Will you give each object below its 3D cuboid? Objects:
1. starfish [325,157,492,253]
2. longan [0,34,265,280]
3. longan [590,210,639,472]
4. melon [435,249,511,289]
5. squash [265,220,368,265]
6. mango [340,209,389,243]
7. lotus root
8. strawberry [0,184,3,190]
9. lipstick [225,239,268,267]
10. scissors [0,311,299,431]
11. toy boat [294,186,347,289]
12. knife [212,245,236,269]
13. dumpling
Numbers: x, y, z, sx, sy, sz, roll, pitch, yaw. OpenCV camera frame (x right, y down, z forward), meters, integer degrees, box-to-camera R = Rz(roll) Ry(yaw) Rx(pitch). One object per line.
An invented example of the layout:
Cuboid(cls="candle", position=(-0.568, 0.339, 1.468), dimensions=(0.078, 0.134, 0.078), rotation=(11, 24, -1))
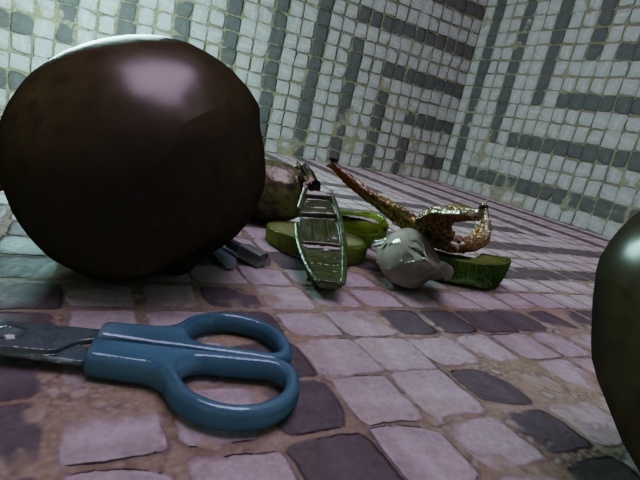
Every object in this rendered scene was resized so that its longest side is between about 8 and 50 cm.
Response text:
Cuboid(cls="starfish", position=(0.217, -0.059, 0.969), dimensions=(0.384, 0.132, 0.398), rotation=(30, 15, 39))
Cuboid(cls="longan", position=(-0.240, -0.106, 0.664), dimensions=(0.361, 0.360, 0.361), rotation=(12, 14, -3))
Cuboid(cls="longan", position=(0.394, 0.106, 0.312), dimensions=(0.404, 0.336, 0.404), rotation=(46, -1, 1))
Cuboid(cls="melon", position=(0.301, 0.057, 0.993), dimensions=(0.210, 0.064, 0.118), rotation=(9, 15, -3))
Cuboid(cls="squash", position=(-0.008, -0.004, 0.998), dimensions=(0.219, 0.041, 0.219), rotation=(12, 14, -3))
Cuboid(cls="mango", position=(0.078, -0.034, 1.129), dimensions=(0.165, 0.074, 0.091), rotation=(9, 13, 16))
Cuboid(cls="lotus root", position=(-0.159, -0.132, 1.144), dimensions=(0.310, 0.173, 0.173), rotation=(17, 15, 15))
Cuboid(cls="strawberry", position=(-0.637, -0.147, 0.725), dimensions=(0.261, 0.257, 0.261), rotation=(-10, 31, 6))
Cuboid(cls="lipstick", position=(-0.142, 0.013, 0.825), dimensions=(0.107, 0.025, 0.025), rotation=(25, 18, 21))
Cuboid(cls="scissors", position=(-0.241, 0.095, 0.440), dimensions=(0.448, 0.029, 0.192), rotation=(10, 14, -12))
Cuboid(cls="toy boat", position=(0.000, 0.000, 0.847), dimensions=(0.093, 0.055, 0.293), rotation=(5, 35, -8))
Cuboid(cls="knife", position=(-0.206, -0.003, 0.866), dimensions=(0.063, 0.034, 0.260), rotation=(14, 16, -44))
Cuboid(cls="dumpling", position=(0.172, 0.041, 0.876), dimensions=(0.127, 0.108, 0.188), rotation=(31, -7, -24))
